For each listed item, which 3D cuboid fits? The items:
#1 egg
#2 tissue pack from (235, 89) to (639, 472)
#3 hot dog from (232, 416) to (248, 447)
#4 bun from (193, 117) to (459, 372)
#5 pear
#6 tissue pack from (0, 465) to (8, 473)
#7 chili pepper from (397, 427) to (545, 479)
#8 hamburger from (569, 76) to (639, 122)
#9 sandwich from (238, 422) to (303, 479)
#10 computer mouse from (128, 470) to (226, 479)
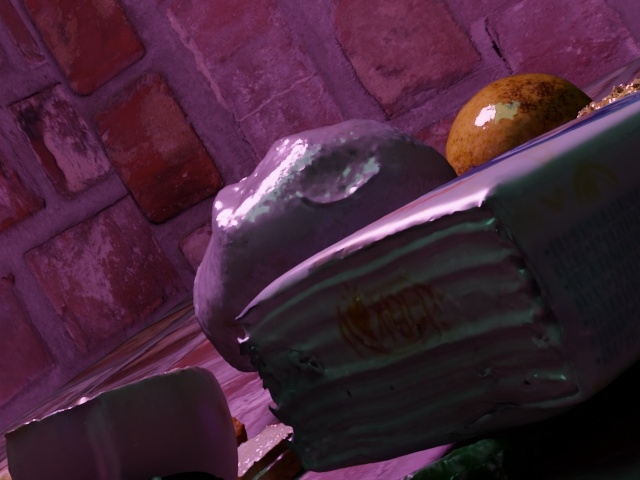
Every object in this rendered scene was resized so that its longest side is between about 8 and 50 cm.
[{"bbox_3d":[-0.145,0.206,0.948,0.206,0.162,0.271,-18,-11,-38],"label":"egg"},{"bbox_3d":[0.167,0.008,0.947,0.388,0.162,0.287,-27,0,-43],"label":"tissue pack"},{"bbox_3d":[-0.130,0.230,1.201,0.104,0.076,0.250,-18,7,10],"label":"hot dog"},{"bbox_3d":[0.003,-0.004,1.419,0.354,0.194,0.354,-31,-25,-16],"label":"bun"},{"bbox_3d":[0.247,-0.104,1.495,0.197,0.197,0.197,-31,5,3],"label":"pear"},{"bbox_3d":[-0.342,0.303,1.625,0.222,0.090,0.186,-33,3,-37],"label":"tissue pack"},{"bbox_3d":[0.047,0.176,0.791,0.227,0.059,0.088,-28,-12,-18],"label":"chili pepper"},{"bbox_3d":[0.325,-0.089,1.243,0.261,0.139,0.243,-31,4,11],"label":"hamburger"},{"bbox_3d":[-0.053,0.205,1.175,0.093,0.036,0.105,-25,9,47],"label":"sandwich"},{"bbox_3d":[-0.120,0.235,0.783,0.241,0.146,0.077,-42,24,-32],"label":"computer mouse"}]
